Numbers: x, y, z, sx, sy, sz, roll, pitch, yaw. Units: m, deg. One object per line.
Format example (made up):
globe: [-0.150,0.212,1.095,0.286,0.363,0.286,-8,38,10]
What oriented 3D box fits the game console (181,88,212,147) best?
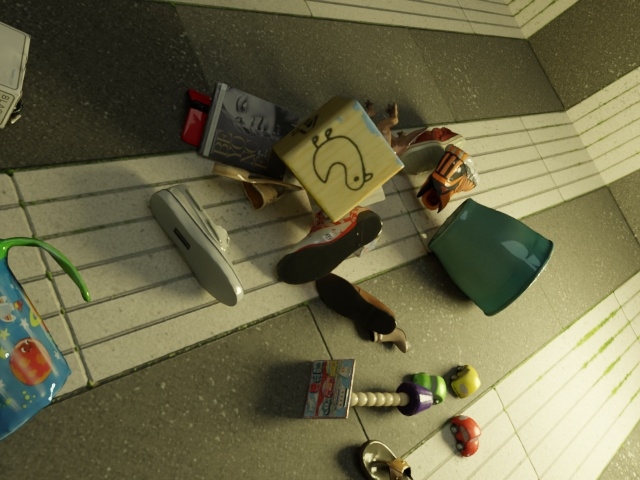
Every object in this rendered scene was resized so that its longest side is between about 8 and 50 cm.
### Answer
game console: [-0.247,-0.265,1.335,0.144,0.085,0.124,19,24,-33]

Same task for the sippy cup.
sippy cup: [-0.468,0.148,0.774,0.224,0.306,0.240,58,14,-15]

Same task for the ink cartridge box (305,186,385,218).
ink cartridge box: [0.036,-0.186,1.443,0.189,0.066,0.232,-18,99,-2]

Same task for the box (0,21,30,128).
box: [-0.618,-0.306,0.899,0.290,0.087,0.169,18,44,-38]

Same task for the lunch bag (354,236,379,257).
lunch bag: [0.092,-0.005,1.455,0.083,0.053,0.071,40,41,20]

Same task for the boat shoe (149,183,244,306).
boat shoe: [-0.225,0.004,1.151,0.267,0.096,0.088,50,48,5]

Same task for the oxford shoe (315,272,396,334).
oxford shoe: [0.079,0.140,1.352,0.212,0.076,0.076,36,16,-3]

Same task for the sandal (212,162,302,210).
sandal: [-0.147,-0.108,1.302,0.240,0.088,0.079,11,94,-48]

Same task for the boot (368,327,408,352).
boot: [0.155,0.226,1.395,0.087,0.042,0.118,-16,77,-38]

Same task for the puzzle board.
puzzle board: [0.018,0.301,1.191,0.011,0.096,0.128,55,36,-44]

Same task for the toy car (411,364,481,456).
toy car: [0.318,0.384,1.432,0.225,0.053,0.239,30,50,-25]

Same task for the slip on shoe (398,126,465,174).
slip on shoe: [0.324,-0.282,1.784,0.101,0.123,0.331,43,41,20]

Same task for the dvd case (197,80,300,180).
dvd case: [-0.159,-0.245,1.336,0.221,0.018,0.164,15,91,-34]

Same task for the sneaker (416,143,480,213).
sneaker: [0.374,-0.167,1.754,0.125,0.180,0.321,39,5,23]

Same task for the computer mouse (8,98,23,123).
computer mouse: [-0.638,-0.219,0.936,0.188,0.072,0.272,43,33,-12]

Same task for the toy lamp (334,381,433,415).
toy lamp: [0.138,0.346,1.280,0.275,0.080,0.080,13,59,-36]

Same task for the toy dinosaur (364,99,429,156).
toy dinosaur: [0.123,-0.257,1.519,0.296,0.127,0.200,14,49,15]

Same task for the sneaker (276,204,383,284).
sneaker: [0.001,0.001,1.352,0.270,0.145,0.090,-31,119,-13]

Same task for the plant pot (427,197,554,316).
plant pot: [0.451,0.026,1.620,0.255,0.271,0.271,40,45,3]

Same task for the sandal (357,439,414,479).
sandal: [0.164,0.503,1.226,0.219,0.060,0.090,52,44,-5]

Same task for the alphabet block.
alphabet block: [0.033,-0.187,1.303,0.192,0.197,0.193,50,1,-18]
